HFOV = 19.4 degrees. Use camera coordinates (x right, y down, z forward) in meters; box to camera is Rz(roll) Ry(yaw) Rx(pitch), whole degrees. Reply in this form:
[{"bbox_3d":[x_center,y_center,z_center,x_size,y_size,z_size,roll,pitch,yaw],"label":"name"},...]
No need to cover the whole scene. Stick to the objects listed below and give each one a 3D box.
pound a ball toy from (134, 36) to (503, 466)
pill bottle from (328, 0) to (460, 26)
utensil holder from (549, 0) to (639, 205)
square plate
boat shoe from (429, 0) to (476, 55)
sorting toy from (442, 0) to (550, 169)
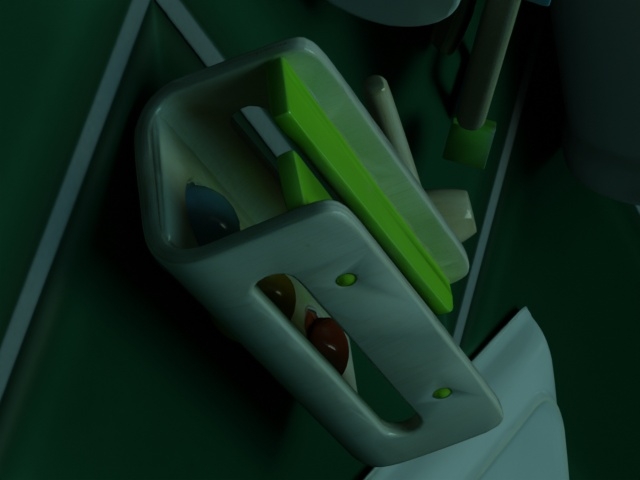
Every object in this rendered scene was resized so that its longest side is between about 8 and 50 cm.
[{"bbox_3d":[0.000,0.000,1.140,0.319,0.135,0.208,50,24,-52],"label":"pound a ball toy"},{"bbox_3d":[0.065,-0.260,1.197,0.131,0.131,0.229,49,51,-53],"label":"pill bottle"},{"bbox_3d":[0.332,-0.263,1.499,0.327,0.327,0.386,-45,130,-52],"label":"utensil holder"},{"bbox_3d":[0.131,0.274,1.465,0.344,0.049,0.347,-39,126,-54],"label":"square plate"},{"bbox_3d":[0.096,-0.211,1.362,0.056,0.048,0.153,44,58,-84],"label":"boat shoe"},{"bbox_3d":[0.145,-0.196,1.279,0.348,0.047,0.196,102,4,-46],"label":"sorting toy"}]
